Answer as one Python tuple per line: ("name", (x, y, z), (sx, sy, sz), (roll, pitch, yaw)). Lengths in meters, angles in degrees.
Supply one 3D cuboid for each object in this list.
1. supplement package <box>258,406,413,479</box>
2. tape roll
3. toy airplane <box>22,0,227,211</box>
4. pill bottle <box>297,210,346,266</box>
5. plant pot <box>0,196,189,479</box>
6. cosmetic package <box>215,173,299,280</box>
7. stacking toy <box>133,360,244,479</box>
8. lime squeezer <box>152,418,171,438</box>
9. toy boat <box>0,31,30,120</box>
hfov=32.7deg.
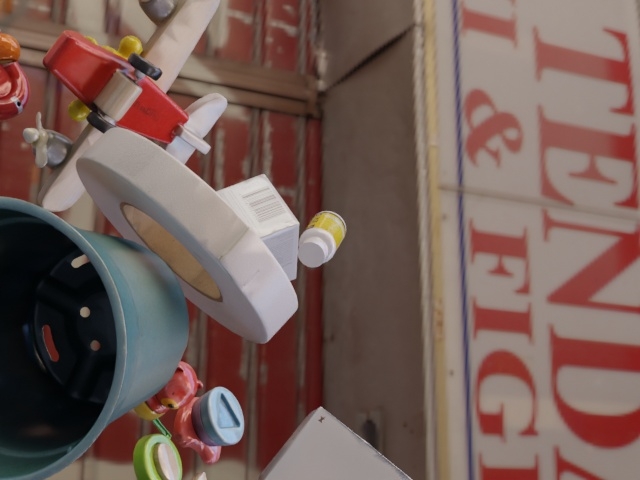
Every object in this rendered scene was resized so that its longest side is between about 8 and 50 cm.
("supplement package", (0.021, 0.382, 1.714), (0.149, 0.194, 0.203), (-51, 176, -12))
("tape roll", (-0.198, -0.003, 1.609), (0.072, 0.392, 0.392), (-47, -159, -17))
("toy airplane", (-0.347, -0.266, 1.930), (0.272, 0.386, 0.384), (37, -41, 20))
("pill bottle", (0.000, 0.000, 1.846), (0.116, 0.065, 0.065), (-59, 173, -61))
("plant pot", (-0.346, 0.121, 1.425), (0.334, 0.341, 0.341), (3, 95, -77))
("cosmetic package", (-0.144, -0.001, 2.169), (0.151, 0.151, 0.183), (54, -25, 32))
("stacking toy", (-0.265, 0.410, 2.312), (0.130, 0.309, 0.279), (-21, -126, 25))
("lime squeezer", (-0.399, 0.393, 2.638), (0.310, 0.110, 0.058), (110, -14, -54))
("toy boat", (-0.585, -0.321, 1.909), (0.151, 0.151, 0.231), (-5, -59, 36))
